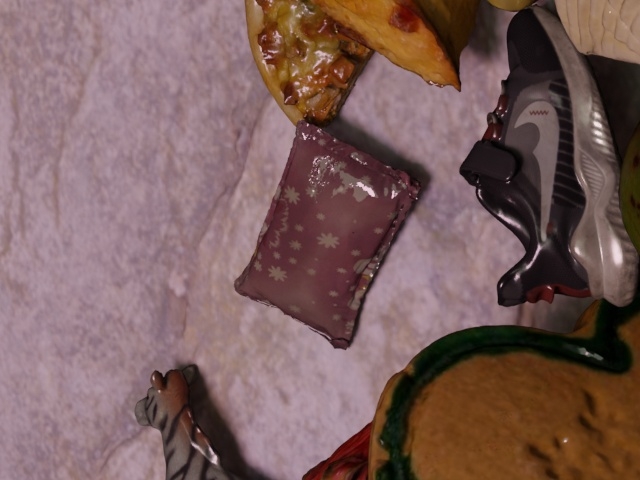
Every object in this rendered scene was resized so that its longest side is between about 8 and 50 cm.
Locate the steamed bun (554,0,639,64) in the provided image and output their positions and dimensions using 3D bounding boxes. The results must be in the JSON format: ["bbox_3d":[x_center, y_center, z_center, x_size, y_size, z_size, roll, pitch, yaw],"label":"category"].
[{"bbox_3d":[0.252,-0.238,1.152,0.276,0.203,0.289,47,158,50],"label":"steamed bun"}]

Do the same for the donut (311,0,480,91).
[{"bbox_3d":[-0.004,-0.241,1.396,0.295,0.112,0.151,26,158,20],"label":"donut"}]

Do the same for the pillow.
[{"bbox_3d":[0.000,0.000,1.522,0.118,0.043,0.185,30,126,14],"label":"pillow"}]

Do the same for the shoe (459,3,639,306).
[{"bbox_3d":[0.152,-0.053,1.342,0.112,0.099,0.227,-18,74,1],"label":"shoe"}]

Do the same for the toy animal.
[{"bbox_3d":[-0.093,0.245,1.630,0.255,0.090,0.170,42,118,16],"label":"toy animal"}]

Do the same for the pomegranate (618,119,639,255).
[{"bbox_3d":[0.299,-0.010,1.251,0.202,0.202,0.248,25,144,27],"label":"pomegranate"}]

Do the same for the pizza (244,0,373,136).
[{"bbox_3d":[-0.006,-0.175,1.487,0.134,0.046,0.175,-20,90,36],"label":"pizza"}]

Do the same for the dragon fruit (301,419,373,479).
[{"bbox_3d":[0.096,0.177,1.437,0.218,0.224,0.148,9,76,31],"label":"dragon fruit"}]

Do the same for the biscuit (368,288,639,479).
[{"bbox_3d":[0.208,0.155,1.311,0.344,0.287,0.057,23,151,0],"label":"biscuit"}]

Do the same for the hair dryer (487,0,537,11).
[{"bbox_3d":[0.151,-0.294,1.325,0.135,0.090,0.278,-121,32,-47],"label":"hair dryer"}]
